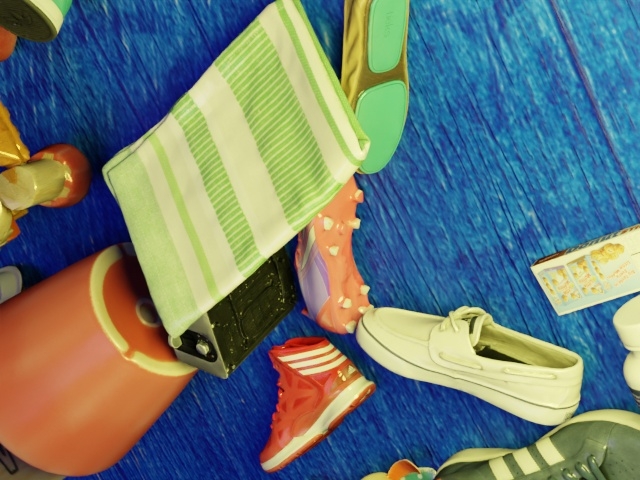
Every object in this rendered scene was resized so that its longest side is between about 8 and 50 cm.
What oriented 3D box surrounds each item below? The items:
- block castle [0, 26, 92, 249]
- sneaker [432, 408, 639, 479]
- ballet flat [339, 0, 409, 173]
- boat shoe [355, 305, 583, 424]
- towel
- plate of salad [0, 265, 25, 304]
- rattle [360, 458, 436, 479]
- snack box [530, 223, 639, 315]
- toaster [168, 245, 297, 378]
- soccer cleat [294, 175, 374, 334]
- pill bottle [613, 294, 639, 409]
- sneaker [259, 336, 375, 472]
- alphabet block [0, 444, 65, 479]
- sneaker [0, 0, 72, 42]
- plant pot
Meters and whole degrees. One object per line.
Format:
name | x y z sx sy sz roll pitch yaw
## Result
block castle | -0.549 -0.085 1.794 0.453 0.213 0.303 -28 92 14
sneaker | 0.247 0.298 1.562 0.350 0.148 0.131 -28 99 44
ballet flat | 0.054 -0.184 1.466 0.073 0.080 0.232 47 140 45
boat shoe | 0.167 0.120 1.548 0.267 0.096 0.088 23 125 23
towel | -0.100 -0.084 1.514 0.325 0.038 0.248 -40 58 26
plate of salad | -0.491 0.129 2.009 0.048 0.200 0.200 35 143 -30
rattle | 0.061 0.319 1.802 0.130 0.143 0.200 19 118 -13
snack box | 0.305 0.026 1.430 0.178 0.022 0.064 -23 103 44
toaster | -0.118 0.044 1.670 0.110 0.186 0.168 12 132 35
soccer cleat | 0.000 0.000 1.611 0.095 0.083 0.248 14 128 36
pill bottle | 0.372 0.145 1.391 0.112 0.112 0.187 -16 107 43
sneaker | -0.032 0.200 1.775 0.128 0.087 0.221 52 124 10
alphabet block | -0.403 0.244 1.999 0.193 0.192 0.197 53 136 -1
sneaker | -0.374 -0.386 1.572 0.123 0.178 0.295 -2 145 38
plant pot | -0.289 0.143 1.811 0.243 0.275 0.275 -36 93 36
